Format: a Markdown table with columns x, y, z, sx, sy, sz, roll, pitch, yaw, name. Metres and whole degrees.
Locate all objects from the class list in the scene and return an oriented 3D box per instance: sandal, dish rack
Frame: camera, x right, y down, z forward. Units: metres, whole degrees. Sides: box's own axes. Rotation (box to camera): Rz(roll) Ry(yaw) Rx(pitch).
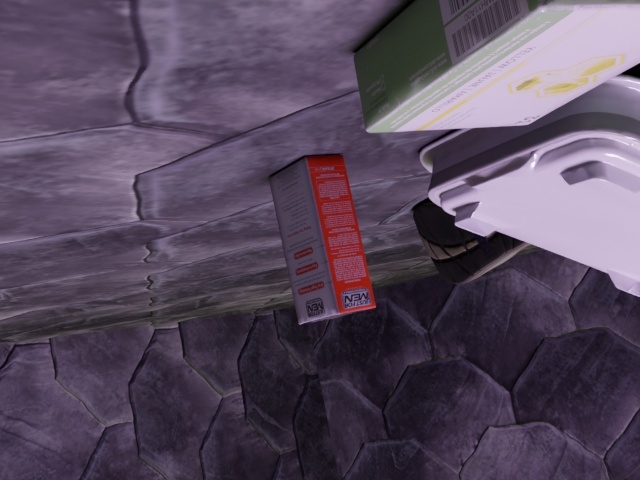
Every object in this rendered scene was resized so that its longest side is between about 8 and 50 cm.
| x | y | z | sx | sy | sz | roll | pitch | yaw | name |
| --- | --- | --- | --- | --- | --- | --- | --- | --- | --- |
| 0.219 | -0.021 | 1.111 | 0.086 | 0.120 | 0.303 | -23 | 179 | -27 | sandal |
| 0.277 | -0.025 | 0.774 | 0.333 | 0.072 | 0.285 | 20 | 164 | -21 | dish rack |

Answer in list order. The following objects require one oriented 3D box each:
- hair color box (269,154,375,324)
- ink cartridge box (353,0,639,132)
| x | y | z | sx | sy | sz | roll | pitch | yaw | name |
| --- | --- | --- | --- | --- | --- | --- | --- | --- | --- |
| 0.000 | 0.000 | 0.778 | 0.043 | 0.141 | 0.072 | -7 | 172 | -33 | hair color box |
| 0.158 | -0.116 | 0.478 | 0.235 | 0.056 | 0.171 | -6 | 171 | -25 | ink cartridge box |
